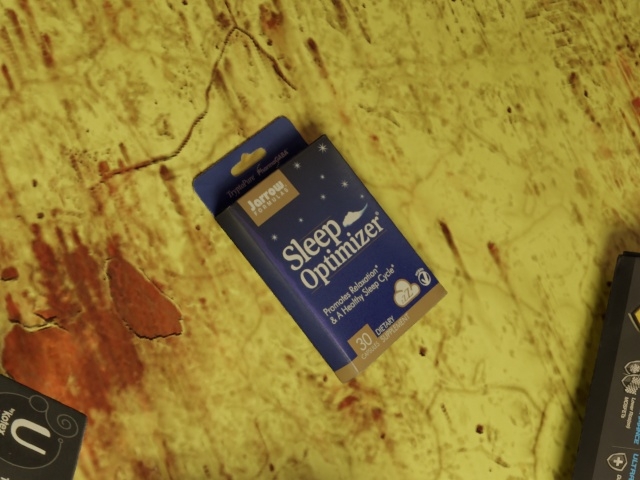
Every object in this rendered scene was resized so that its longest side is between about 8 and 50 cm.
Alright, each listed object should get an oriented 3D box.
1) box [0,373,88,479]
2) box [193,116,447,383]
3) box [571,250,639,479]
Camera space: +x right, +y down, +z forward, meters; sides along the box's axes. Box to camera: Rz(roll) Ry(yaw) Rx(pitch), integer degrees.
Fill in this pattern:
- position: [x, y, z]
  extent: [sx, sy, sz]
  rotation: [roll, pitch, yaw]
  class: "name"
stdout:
- position: [-0.321, 0.159, 1.117]
  extent: [0.270, 0.143, 0.165]
  rotation: [28, 37, -17]
  class: "box"
- position: [0.000, 0.000, 1.461]
  extent: [0.136, 0.036, 0.225]
  rotation: [-40, 92, -35]
  class: "box"
- position: [0.398, 0.161, 1.500]
  extent: [0.293, 0.073, 0.295]
  rotation: [7, 58, 20]
  class: "box"
